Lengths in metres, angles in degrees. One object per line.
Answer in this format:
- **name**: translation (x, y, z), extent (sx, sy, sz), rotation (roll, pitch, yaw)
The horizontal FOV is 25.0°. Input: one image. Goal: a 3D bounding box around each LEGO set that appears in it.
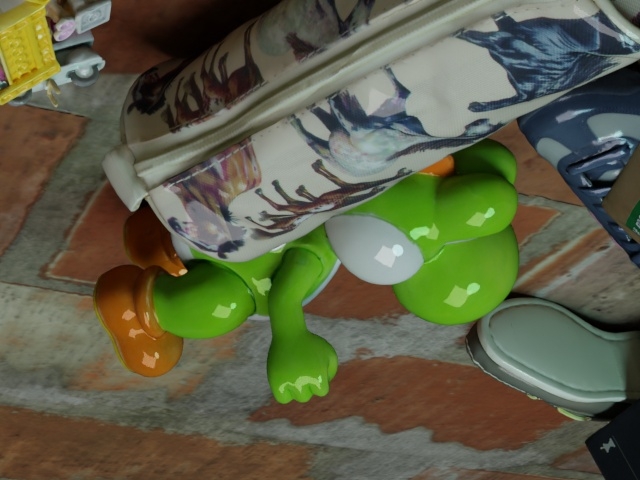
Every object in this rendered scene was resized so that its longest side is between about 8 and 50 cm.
- **LEGO set**: translation (-0.175, -0.193, 0.884), extent (0.132, 0.107, 0.287), rotation (-27, 164, -35)

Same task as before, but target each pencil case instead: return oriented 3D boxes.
- **pencil case**: translation (0.042, -0.116, 0.931), extent (0.410, 0.160, 0.183), rotation (-25, 166, 39)

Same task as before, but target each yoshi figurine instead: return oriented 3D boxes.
- **yoshi figurine**: translation (0.011, 0.025, 1.197), extent (0.362, 0.204, 0.203), rotation (-15, 173, 26)

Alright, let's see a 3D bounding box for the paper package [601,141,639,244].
- **paper package**: translation (0.366, -0.096, 0.861), extent (0.309, 0.168, 0.325), rotation (-27, 160, -19)

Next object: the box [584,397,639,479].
- **box**: translation (0.484, 0.251, 1.392), extent (0.312, 0.343, 0.179), rotation (-43, 137, 22)

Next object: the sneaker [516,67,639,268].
- **sneaker**: translation (0.267, -0.032, 1.148), extent (0.112, 0.131, 0.319), rotation (-22, 147, 36)

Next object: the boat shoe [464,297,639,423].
- **boat shoe**: translation (0.261, 0.136, 1.510), extent (0.305, 0.109, 0.091), rotation (14, 145, -35)
